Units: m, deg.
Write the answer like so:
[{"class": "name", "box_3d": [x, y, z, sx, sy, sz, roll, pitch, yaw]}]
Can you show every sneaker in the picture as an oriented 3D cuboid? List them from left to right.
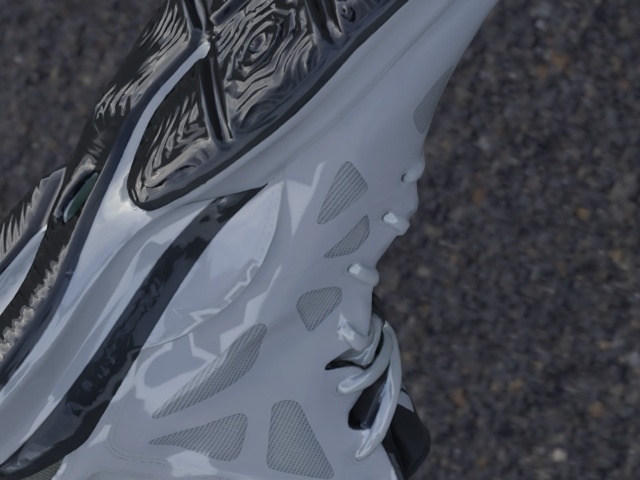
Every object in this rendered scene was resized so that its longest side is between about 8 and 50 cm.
[{"class": "sneaker", "box_3d": [0.000, 0.000, 0.948, 0.447, 0.257, 0.169, -45, 32, 21]}]
